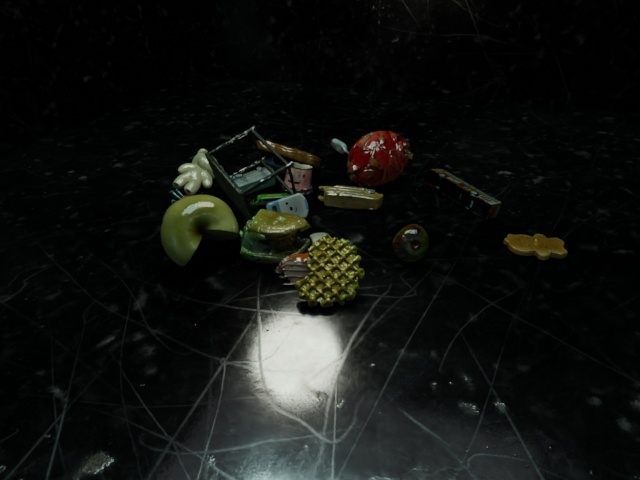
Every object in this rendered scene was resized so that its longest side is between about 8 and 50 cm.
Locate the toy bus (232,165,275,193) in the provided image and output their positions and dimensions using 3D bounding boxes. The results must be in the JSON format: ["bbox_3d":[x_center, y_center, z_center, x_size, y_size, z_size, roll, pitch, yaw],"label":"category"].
[{"bbox_3d":[-0.347,-0.297,2.204,0.261,0.091,0.109,-26,52,-28],"label":"toy bus"}]

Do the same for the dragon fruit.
[{"bbox_3d":[0.288,-0.409,2.178,0.342,0.277,0.277,-11,35,3],"label":"dragon fruit"}]

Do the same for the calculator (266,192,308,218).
[{"bbox_3d":[-0.149,-0.131,1.932,0.210,0.121,0.039,-21,13,-26],"label":"calculator"}]

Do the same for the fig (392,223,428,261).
[{"bbox_3d":[0.343,-0.002,1.740,0.149,0.149,0.245,-4,11,-4],"label":"fig"}]

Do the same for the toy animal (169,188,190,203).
[{"bbox_3d":[-0.621,-0.165,2.032,0.208,0.100,0.103,28,67,23],"label":"toy animal"}]

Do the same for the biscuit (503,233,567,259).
[{"bbox_3d":[0.849,0.025,1.732,0.225,0.036,0.166,4,35,14],"label":"biscuit"}]

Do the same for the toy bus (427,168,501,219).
[{"bbox_3d":[0.660,-0.225,2.047,0.092,0.093,0.409,-11,36,-26],"label":"toy bus"}]

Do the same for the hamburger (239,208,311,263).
[{"bbox_3d":[-0.195,-0.004,1.706,0.288,0.168,0.192,10,38,18],"label":"hamburger"}]

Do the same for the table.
[{"bbox_3d":[-0.302,-0.298,1.977,0.272,0.222,0.335,-34,58,-15],"label":"table"}]

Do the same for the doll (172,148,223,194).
[{"bbox_3d":[-0.645,-0.336,2.263,0.149,0.175,0.278,-22,25,46],"label":"doll"}]

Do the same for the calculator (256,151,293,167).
[{"bbox_3d":[-0.209,-0.391,2.278,0.293,0.173,0.051,23,84,30],"label":"calculator"}]

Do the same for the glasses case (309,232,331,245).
[{"bbox_3d":[0.000,0.000,1.742,0.081,0.051,0.204,-5,10,-4],"label":"glasses case"}]

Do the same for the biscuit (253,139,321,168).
[{"bbox_3d":[-0.158,-0.446,2.269,0.381,0.074,0.359,17,7,28],"label":"biscuit"}]

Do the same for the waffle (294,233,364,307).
[{"bbox_3d":[0.026,0.105,1.524,0.249,0.056,0.253,-11,76,2],"label":"waffle"}]

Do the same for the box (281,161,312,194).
[{"bbox_3d":[-0.108,-0.306,2.125,0.151,0.135,0.151,8,21,-3],"label":"box"}]

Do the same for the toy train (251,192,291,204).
[{"bbox_3d":[-0.232,-0.203,2.098,0.209,0.042,0.044,-4,35,-3],"label":"toy train"}]

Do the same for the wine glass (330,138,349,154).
[{"bbox_3d":[0.134,-0.527,2.521,0.074,0.074,0.262,-17,38,-20],"label":"wine glass"}]

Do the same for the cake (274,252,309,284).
[{"bbox_3d":[-0.024,0.094,1.607,0.287,0.098,0.135,-14,19,-12],"label":"cake"}]

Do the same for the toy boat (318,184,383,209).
[{"bbox_3d":[0.139,-0.209,2.049,0.310,0.089,0.115,4,33,9],"label":"toy boat"}]

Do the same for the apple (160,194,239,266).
[{"bbox_3d":[-0.486,-0.059,1.707,0.295,0.233,0.258,-28,14,-19],"label":"apple"}]
